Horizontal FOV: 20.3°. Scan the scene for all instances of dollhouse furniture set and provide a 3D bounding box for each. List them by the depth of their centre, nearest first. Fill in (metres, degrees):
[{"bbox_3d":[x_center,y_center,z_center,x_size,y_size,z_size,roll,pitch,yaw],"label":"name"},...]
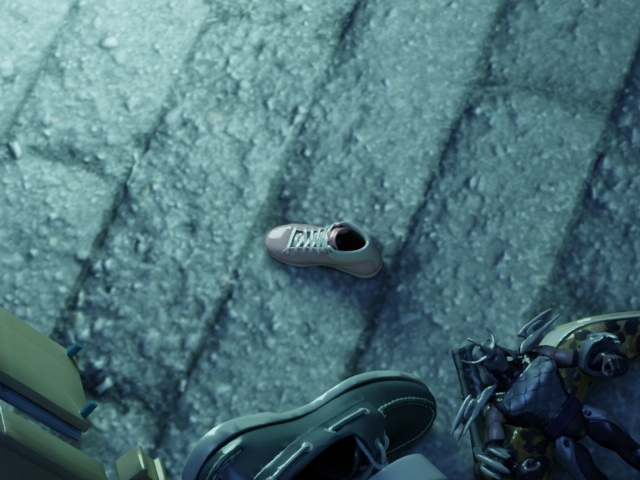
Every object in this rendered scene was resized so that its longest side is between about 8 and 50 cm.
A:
[{"bbox_3d":[-0.323,0.217,1.847,0.198,0.286,0.303,-43,36,13],"label":"dollhouse furniture set"}]

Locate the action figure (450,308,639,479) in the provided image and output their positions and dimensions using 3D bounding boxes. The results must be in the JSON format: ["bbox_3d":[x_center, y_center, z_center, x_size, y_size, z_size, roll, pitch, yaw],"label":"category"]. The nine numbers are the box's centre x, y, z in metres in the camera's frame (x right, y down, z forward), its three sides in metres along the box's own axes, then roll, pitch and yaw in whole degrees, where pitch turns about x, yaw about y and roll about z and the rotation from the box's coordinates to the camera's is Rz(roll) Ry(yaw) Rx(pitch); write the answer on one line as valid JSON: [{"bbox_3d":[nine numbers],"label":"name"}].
[{"bbox_3d":[0.251,0.185,1.736,0.285,0.099,0.185,41,85,-1],"label":"action figure"}]

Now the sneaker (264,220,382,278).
[{"bbox_3d":[0.000,0.000,1.945,0.134,0.070,0.051,13,68,15],"label":"sneaker"}]

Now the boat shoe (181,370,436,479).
[{"bbox_3d":[0.012,0.212,1.743,0.319,0.116,0.099,-11,39,-44],"label":"boat shoe"}]

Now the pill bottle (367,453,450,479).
[{"bbox_3d":[0.142,0.348,1.697,0.160,0.160,0.283,-38,64,-12],"label":"pill bottle"}]

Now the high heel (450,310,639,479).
[{"bbox_3d":[0.271,0.175,1.832,0.261,0.093,0.186,-12,85,-12],"label":"high heel"}]
